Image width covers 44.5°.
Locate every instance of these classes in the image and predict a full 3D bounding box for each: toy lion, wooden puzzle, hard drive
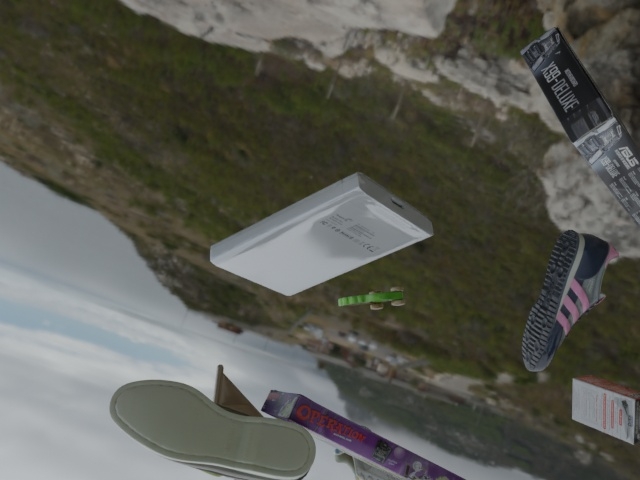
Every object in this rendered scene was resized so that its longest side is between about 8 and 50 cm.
[{"bbox_3d":[0.085,0.104,1.380,0.096,0.034,0.100,0,170,-35],"label":"toy lion"},{"bbox_3d":[-0.148,0.383,1.479,0.238,0.044,0.221,58,-166,-26],"label":"wooden puzzle"},{"bbox_3d":[0.000,0.000,1.467,0.353,0.047,0.233,-25,145,32],"label":"hard drive"}]

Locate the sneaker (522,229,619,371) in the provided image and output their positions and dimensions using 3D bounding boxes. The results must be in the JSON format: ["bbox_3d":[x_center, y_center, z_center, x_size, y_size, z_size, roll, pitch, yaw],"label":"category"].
[{"bbox_3d":[0.528,0.141,1.641,0.131,0.319,0.112,12,-161,-14],"label":"sneaker"}]

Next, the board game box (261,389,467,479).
[{"bbox_3d":[0.080,0.345,1.293,0.347,0.056,0.208,29,169,-11],"label":"board game box"}]

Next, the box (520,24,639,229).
[{"bbox_3d":[0.476,-0.186,1.334,0.076,0.242,0.307,-34,134,22],"label":"box"}]

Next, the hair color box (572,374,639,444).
[{"bbox_3d":[0.586,0.338,1.576,0.053,0.093,0.167,-4,-173,-24],"label":"hair color box"}]

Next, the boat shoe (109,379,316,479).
[{"bbox_3d":[-0.159,0.288,1.143,0.305,0.109,0.091,16,149,2],"label":"boat shoe"}]

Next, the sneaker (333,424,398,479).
[{"bbox_3d":[0.126,0.487,1.613,0.229,0.092,0.087,36,146,36],"label":"sneaker"}]
